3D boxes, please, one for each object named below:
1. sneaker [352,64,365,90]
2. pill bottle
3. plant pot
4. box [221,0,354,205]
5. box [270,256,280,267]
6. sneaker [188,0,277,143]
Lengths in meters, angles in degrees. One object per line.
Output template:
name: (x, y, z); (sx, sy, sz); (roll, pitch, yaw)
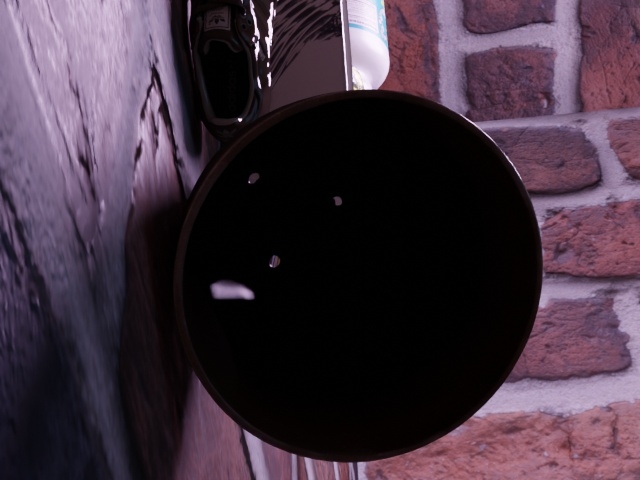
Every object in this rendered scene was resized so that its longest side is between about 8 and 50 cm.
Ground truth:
sneaker: (0.014, -0.126, 1.644); (0.385, 0.145, 0.147); (80, 6, -69)
pill bottle: (0.021, -0.297, 1.996); (0.146, 0.146, 0.264); (79, 7, -60)
plant pot: (0.000, 0.000, 0.900); (0.230, 0.215, 0.215); (-137, -140, -73)
box: (-0.027, -0.131, 1.205); (0.094, 0.113, 0.275); (78, 6, -59)
box: (-0.032, -0.040, 1.403); (0.054, 0.059, 0.169); (45, 40, -87)
sneaker: (-0.063, -0.162, 1.001); (0.071, 0.066, 0.188); (-55, 139, -84)
